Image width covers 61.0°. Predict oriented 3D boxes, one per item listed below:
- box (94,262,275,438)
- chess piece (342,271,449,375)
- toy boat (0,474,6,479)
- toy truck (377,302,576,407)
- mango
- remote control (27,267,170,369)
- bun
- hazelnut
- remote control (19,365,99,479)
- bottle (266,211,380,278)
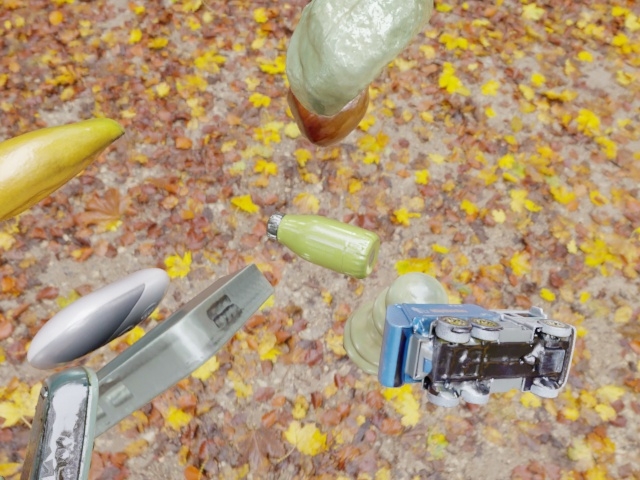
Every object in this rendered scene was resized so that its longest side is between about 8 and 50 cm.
[{"bbox_3d":[-0.307,0.220,1.110,0.396,0.396,0.111,-36,92,17],"label":"box"},{"bbox_3d":[0.177,0.181,1.225,0.182,0.330,0.183,6,62,-12],"label":"chess piece"},{"bbox_3d":[-0.255,0.295,0.524,0.071,0.089,0.185,-32,81,-20],"label":"toy boat"},{"bbox_3d":[0.274,0.194,0.983,0.366,0.175,0.147,4,101,-20],"label":"toy truck"},{"bbox_3d":[-0.273,-0.076,0.532,0.187,0.101,0.066,-37,106,-30],"label":"mango"},{"bbox_3d":[-0.435,0.152,1.095,0.103,0.221,0.332,51,27,2],"label":"remote control"},{"bbox_3d":[0.034,-0.243,0.641,0.118,0.195,0.195,41,58,-12],"label":"bun"},{"bbox_3d":[0.025,-0.321,1.267,0.209,0.186,0.210,-2,58,3],"label":"hazelnut"},{"bbox_3d":[-0.201,0.204,0.398,0.042,0.072,0.222,14,83,-33],"label":"remote control"},{"bbox_3d":[0.000,0.000,1.242,0.260,0.112,0.112,19,56,20],"label":"bottle"}]
